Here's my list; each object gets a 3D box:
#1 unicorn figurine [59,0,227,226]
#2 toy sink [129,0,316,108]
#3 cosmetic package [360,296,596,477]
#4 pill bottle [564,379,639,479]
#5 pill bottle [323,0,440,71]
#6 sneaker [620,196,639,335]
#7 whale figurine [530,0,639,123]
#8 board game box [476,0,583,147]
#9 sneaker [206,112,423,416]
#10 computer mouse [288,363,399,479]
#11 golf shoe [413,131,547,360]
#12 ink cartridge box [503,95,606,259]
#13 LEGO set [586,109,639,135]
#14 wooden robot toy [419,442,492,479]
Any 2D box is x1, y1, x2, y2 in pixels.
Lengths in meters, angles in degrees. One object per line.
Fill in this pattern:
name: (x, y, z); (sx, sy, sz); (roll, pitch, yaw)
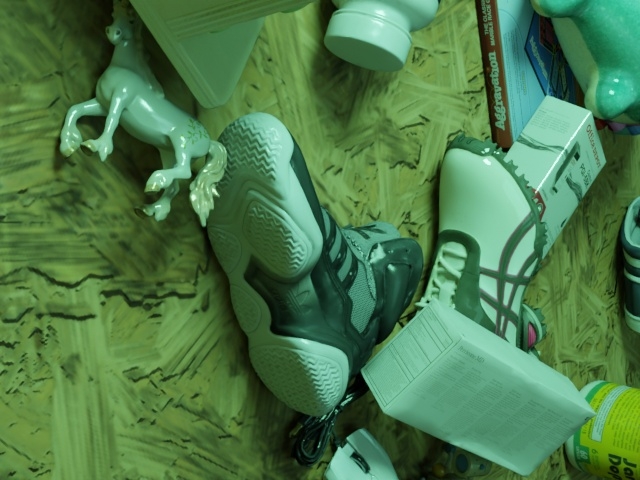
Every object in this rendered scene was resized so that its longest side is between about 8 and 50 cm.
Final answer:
unicorn figurine: (-0.125, -0.090, 0.749); (0.162, 0.060, 0.111); (50, 53, -34)
toy sink: (-0.057, -0.226, 0.706); (0.234, 0.131, 0.153); (58, 35, -37)
cosmetic package: (0.151, 0.141, 1.005); (0.099, 0.060, 0.239); (-44, 134, 15)
pill bottle: (0.406, 0.243, 1.281); (0.117, 0.208, 0.118); (-12, 107, -46)
pill bottle: (0.060, -0.231, 0.894); (0.094, 0.094, 0.169); (26, 78, -47)
sneaker: (0.477, -0.014, 1.389); (0.282, 0.099, 0.153); (-39, 126, -32)
whale figurine: (0.316, -0.227, 1.092); (0.272, 0.141, 0.216); (27, 69, -44)
board game box: (0.210, -0.251, 1.103); (0.145, 0.027, 0.281); (-29, 118, -39)
sneaker: (0.000, 0.000, 0.877); (0.153, 0.101, 0.269); (-38, 129, -37)
computer mouse: (0.039, 0.211, 1.000); (0.106, 0.042, 0.193); (-48, 129, -31)
golf shoe: (0.149, 0.036, 1.042); (0.120, 0.105, 0.273); (-27, 117, -35)
ink cartridge box: (0.231, -0.064, 1.115); (0.135, 0.056, 0.099); (-55, 145, -12)
LEGO set: (0.399, -0.202, 1.268); (0.087, 0.093, 0.227); (40, 69, -44)
wooden robot toy: (0.122, 0.252, 1.083); (0.079, 0.076, 0.173); (7, 92, -37)
